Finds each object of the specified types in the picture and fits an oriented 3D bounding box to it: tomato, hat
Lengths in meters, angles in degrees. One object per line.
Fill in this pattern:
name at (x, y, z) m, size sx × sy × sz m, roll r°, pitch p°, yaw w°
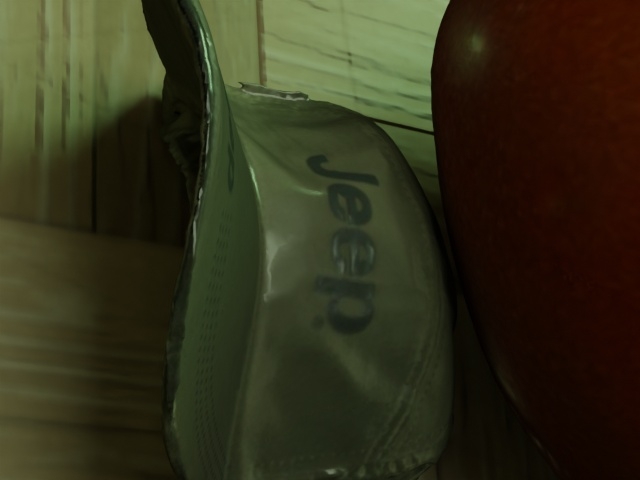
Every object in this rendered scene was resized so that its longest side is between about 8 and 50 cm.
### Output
tomato at (0.205, -0.019, 0.658) m, size 0.341 × 0.273 × 0.341 m, roll -8°, pitch 107°, yaw -26°
hat at (0.000, 0.000, 0.566) m, size 0.149 × 0.245 × 0.214 m, roll -3°, pitch 72°, yaw -13°
